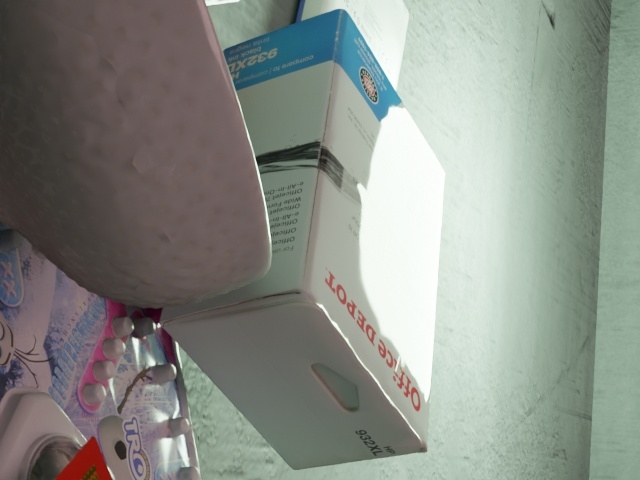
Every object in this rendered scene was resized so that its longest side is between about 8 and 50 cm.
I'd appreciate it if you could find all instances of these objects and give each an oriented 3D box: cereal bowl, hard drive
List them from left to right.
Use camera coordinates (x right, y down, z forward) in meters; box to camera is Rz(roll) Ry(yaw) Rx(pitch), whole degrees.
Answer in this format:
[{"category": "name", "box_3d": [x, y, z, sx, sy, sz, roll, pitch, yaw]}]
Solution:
[{"category": "cereal bowl", "box_3d": [-0.153, -0.110, 0.698, 0.339, 0.141, 0.339, 160, -90, -80]}, {"category": "hard drive", "box_3d": [0.024, -0.163, 1.314, 0.210, 0.040, 0.318, 49, 47, -56]}]

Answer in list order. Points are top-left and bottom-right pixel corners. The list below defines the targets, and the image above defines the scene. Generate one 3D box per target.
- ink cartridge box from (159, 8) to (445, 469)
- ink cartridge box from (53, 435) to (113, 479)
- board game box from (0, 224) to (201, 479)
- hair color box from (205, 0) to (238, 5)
[{"category": "ink cartridge box", "box_3d": [0.000, 0.000, 1.022, 0.223, 0.129, 0.307, 54, 32, -41]}, {"category": "ink cartridge box", "box_3d": [-0.115, 0.223, 0.730, 0.145, 0.045, 0.179, -52, 126, -63]}, {"category": "board game box", "box_3d": [-0.162, 0.163, 0.779, 0.390, 0.050, 0.390, 11, 66, -65]}, {"category": "hair color box", "box_3d": [-0.118, -0.222, 0.996, 0.141, 0.043, 0.072, -30, 118, -64]}]
